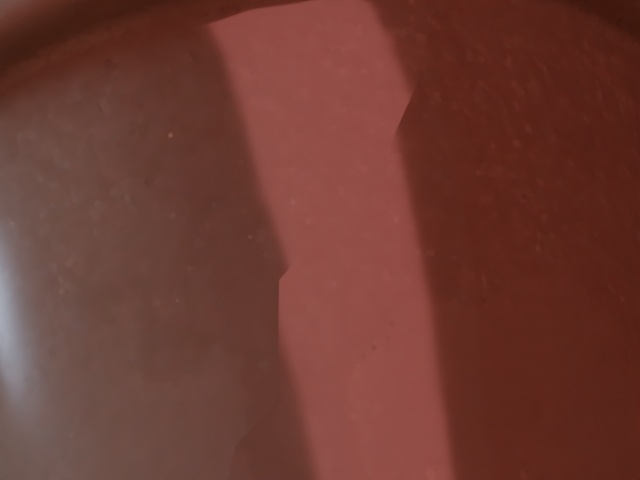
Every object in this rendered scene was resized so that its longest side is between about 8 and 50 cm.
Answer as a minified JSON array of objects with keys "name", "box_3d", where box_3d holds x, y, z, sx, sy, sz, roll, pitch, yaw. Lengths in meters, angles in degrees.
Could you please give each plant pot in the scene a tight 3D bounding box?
[{"name":"plant pot","box_3d":[0.003,0.055,0.479,0.263,0.263,0.229,-2,51,-14]}]
